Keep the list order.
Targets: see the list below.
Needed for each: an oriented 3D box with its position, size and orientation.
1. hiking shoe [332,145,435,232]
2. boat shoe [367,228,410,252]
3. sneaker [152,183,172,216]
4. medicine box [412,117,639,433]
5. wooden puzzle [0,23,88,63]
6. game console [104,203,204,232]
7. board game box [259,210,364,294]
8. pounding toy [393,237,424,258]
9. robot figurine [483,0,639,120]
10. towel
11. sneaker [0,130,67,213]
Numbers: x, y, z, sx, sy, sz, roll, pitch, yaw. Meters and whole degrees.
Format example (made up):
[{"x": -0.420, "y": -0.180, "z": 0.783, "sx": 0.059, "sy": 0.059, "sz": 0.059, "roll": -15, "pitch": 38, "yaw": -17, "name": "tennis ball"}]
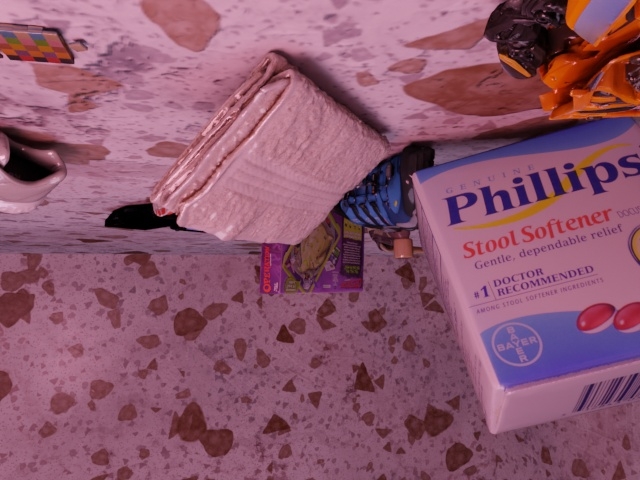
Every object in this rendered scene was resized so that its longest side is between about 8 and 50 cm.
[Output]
[{"x": 0.089, "y": -0.069, "z": 0.780, "sx": 0.132, "sy": 0.113, "sz": 0.304, "roll": 7, "pitch": 168, "yaw": -4, "name": "hiking shoe"}, {"x": 0.203, "y": -0.009, "z": 1.479, "sx": 0.103, "sy": 0.092, "sz": 0.285, "roll": 0, "pitch": 174, "yaw": -9, "name": "boat shoe"}, {"x": -0.248, "y": -0.077, "z": 0.887, "sx": 0.065, "sy": 0.061, "sz": 0.158, "roll": -5, "pitch": 179, "yaw": -45, "name": "sneaker"}, {"x": 0.271, "y": 0.029, "z": 0.556, "sx": 0.264, "sy": 0.289, "sz": 0.149, "roll": -16, "pitch": 141, "yaw": 5, "name": "medicine box"}, {"x": -0.225, "y": -0.152, "z": 0.384, "sx": 0.083, "sy": 0.006, "sz": 0.049, "roll": 0, "pitch": 174, "yaw": -12, "name": "wooden puzzle"}, {"x": -0.331, "y": -0.047, "z": 1.237, "sx": 0.213, "sy": 0.043, "sz": 0.361, "roll": -5, "pitch": 173, "yaw": 37, "name": "game console"}, {"x": 0.000, "y": 0.000, "z": 0.965, "sx": 0.056, "sy": 0.208, "sz": 0.347, "roll": -5, "pitch": 173, "yaw": 27, "name": "board game box"}, {"x": 0.225, "y": -0.023, "z": 0.857, "sx": 0.206, "sy": 0.094, "sz": 0.181, "roll": -5, "pitch": 178, "yaw": -7, "name": "pounding toy"}, {"x": 0.212, "y": -0.136, "z": 0.261, "sx": 0.211, "sy": 0.084, "sz": 0.291, "roll": -1, "pitch": 174, "yaw": 5, "name": "robot figurine"}, {"x": -0.031, "y": -0.074, "z": 0.539, "sx": 0.187, "sy": 0.049, "sz": 0.282, "roll": -44, "pitch": 159, "yaw": 18, "name": "towel"}, {"x": -0.424, "y": -0.097, "z": 0.560, "sx": 0.121, "sy": 0.099, "sz": 0.262, "roll": -20, "pitch": 169, "yaw": 32, "name": "sneaker"}]
